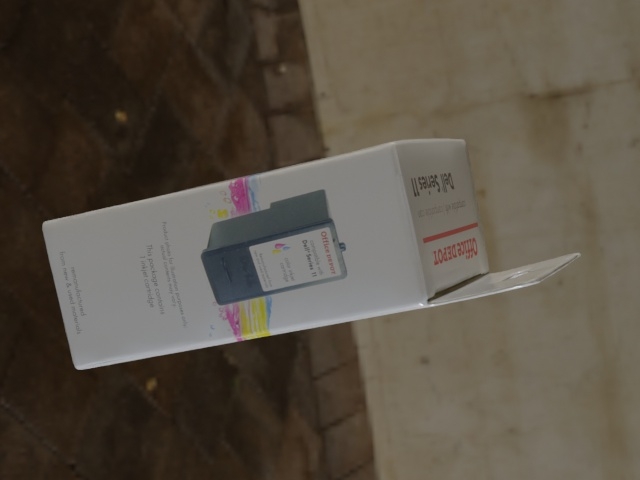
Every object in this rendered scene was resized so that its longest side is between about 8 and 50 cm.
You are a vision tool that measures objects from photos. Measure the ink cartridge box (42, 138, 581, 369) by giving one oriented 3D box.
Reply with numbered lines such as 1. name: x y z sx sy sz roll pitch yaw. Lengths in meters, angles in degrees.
1. ink cartridge box: 0.000 0.000 1.064 0.207 0.353 0.119 -14 93 -71
